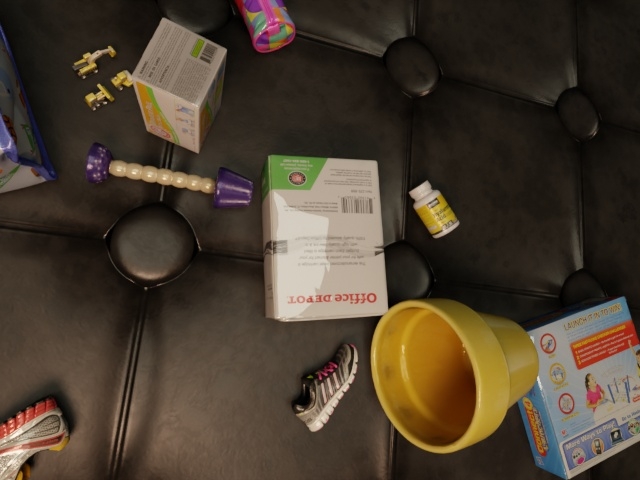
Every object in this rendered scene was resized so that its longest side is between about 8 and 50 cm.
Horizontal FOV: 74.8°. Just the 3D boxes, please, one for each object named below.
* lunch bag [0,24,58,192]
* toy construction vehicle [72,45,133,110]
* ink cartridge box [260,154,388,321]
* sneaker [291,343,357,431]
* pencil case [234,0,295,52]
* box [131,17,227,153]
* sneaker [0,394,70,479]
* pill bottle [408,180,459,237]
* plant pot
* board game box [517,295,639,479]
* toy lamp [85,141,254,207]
[{"bbox_3d":[-0.616,-0.242,0.565,0.328,0.239,0.385,-18,91,-20],"label":"lunch bag"},{"bbox_3d":[-0.397,-0.297,0.758,0.098,0.035,0.086,-38,93,-19],"label":"toy construction vehicle"},{"bbox_3d":[0.000,0.000,0.786,0.211,0.121,0.289,1,81,-17],"label":"ink cartridge box"},{"bbox_3d":[0.005,0.260,0.774,0.075,0.063,0.170,36,77,-15],"label":"sneaker"},{"bbox_3d":[-0.135,-0.506,0.844,0.104,0.104,0.236,-24,89,-20],"label":"pencil case"},{"bbox_3d":[-0.234,-0.248,0.712,0.103,0.203,0.114,23,77,-12],"label":"box"},{"bbox_3d":[-0.477,0.330,0.599,0.225,0.088,0.092,-34,93,-19],"label":"sneaker"},{"bbox_3d":[0.242,-0.069,0.904,0.065,0.065,0.116,-35,91,-20],"label":"pill bottle"},{"bbox_3d":[0.263,0.229,0.777,0.239,0.254,0.253,1,80,-32],"label":"plant pot"},{"bbox_3d":[0.582,0.309,0.934,0.308,0.086,0.301,-12,84,-19],"label":"board game box"},{"bbox_3d":[-0.259,-0.111,0.750,0.275,0.080,0.080,12,77,-14],"label":"toy lamp"}]
